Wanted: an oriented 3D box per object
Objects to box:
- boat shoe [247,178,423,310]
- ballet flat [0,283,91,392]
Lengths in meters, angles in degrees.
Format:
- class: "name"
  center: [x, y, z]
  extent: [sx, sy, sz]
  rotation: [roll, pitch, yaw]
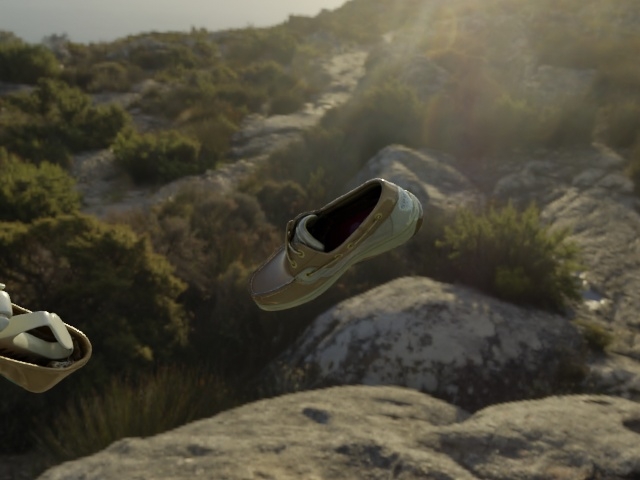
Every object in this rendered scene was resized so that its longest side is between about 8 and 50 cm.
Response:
- class: "boat shoe"
  center: [0.000, 0.000, 0.503]
  extent: [0.045, 0.135, 0.050]
  rotation: [37, 28, -43]
- class: "ballet flat"
  center: [-0.267, 0.065, 0.621]
  extent: [0.073, 0.232, 0.080]
  rotation: [-21, 65, 6]
